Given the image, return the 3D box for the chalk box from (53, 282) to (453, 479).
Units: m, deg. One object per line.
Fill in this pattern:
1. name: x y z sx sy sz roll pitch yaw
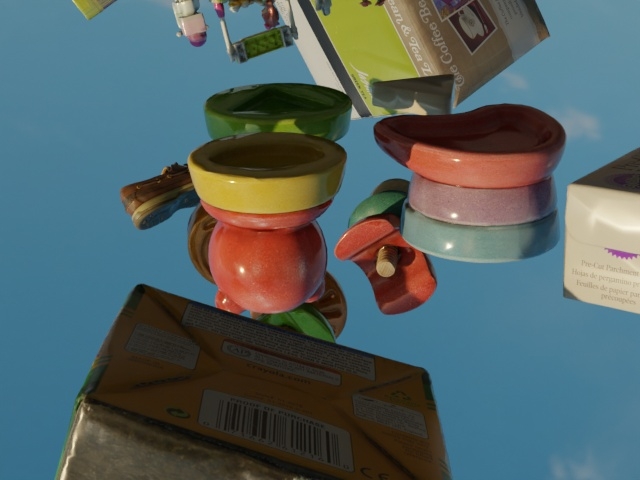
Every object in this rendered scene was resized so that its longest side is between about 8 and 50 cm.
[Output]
1. chalk box: -0.063 0.200 0.623 0.180 0.289 0.179 18 -165 -4

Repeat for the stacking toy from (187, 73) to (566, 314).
1. stacking toy: 0.037 -0.042 1.019 0.309 0.130 0.279 -5 -159 -10

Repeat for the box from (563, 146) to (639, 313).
1. box: 0.239 -0.034 0.713 0.067 0.063 0.324 12 -159 34

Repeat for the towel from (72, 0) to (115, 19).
1. towel: -0.210 -0.261 1.170 0.083 0.060 0.009 -38 -174 -3

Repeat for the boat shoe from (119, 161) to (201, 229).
1. boat shoe: -0.180 -0.076 1.560 0.178 0.064 0.060 -28 -108 -35

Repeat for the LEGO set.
1. LEGO set: -0.014 -0.256 1.289 0.287 0.107 0.132 -13 -156 -1

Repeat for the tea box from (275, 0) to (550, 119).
1. tea box: 0.107 -0.377 1.782 0.220 0.329 0.323 -37 -159 -24

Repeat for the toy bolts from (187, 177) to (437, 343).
1. toy bolts: 0.000 0.000 1.198 0.228 0.218 0.158 -26 -159 21
